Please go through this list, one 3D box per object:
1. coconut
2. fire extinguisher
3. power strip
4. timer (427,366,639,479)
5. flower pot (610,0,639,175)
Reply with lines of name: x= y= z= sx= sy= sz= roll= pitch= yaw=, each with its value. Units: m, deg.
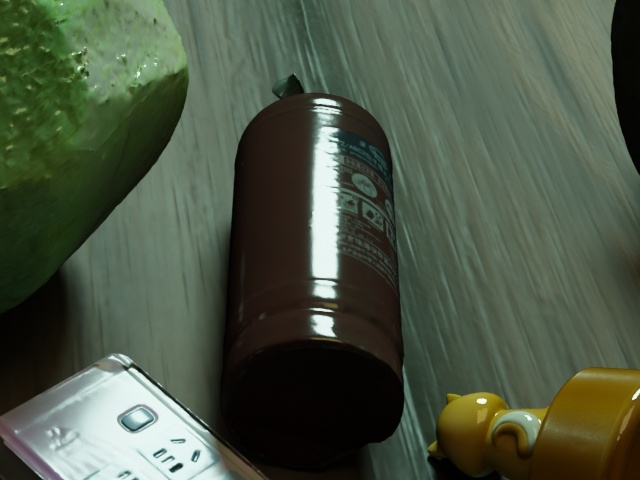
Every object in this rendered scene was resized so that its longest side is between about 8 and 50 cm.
coconut: x=-0.242 y=-0.111 z=0.980 sx=0.328 sy=0.281 sz=0.328 roll=14 pitch=43 yaw=-14
fire extinguisher: x=0.000 y=0.000 z=1.081 sx=0.135 sy=0.114 sz=0.337 roll=50 pitch=24 yaw=-33
power strip: x=-0.068 y=0.170 z=0.899 sx=0.279 sy=0.037 sz=0.109 roll=37 pitch=43 yaw=24
timer: x=0.138 y=0.131 z=0.985 sx=0.152 sy=0.132 sz=0.132 roll=12 pitch=31 yaw=34
flower pot: x=0.412 y=-0.168 z=1.311 sx=0.379 sy=0.379 sz=0.251 roll=15 pitch=17 yaw=-4
